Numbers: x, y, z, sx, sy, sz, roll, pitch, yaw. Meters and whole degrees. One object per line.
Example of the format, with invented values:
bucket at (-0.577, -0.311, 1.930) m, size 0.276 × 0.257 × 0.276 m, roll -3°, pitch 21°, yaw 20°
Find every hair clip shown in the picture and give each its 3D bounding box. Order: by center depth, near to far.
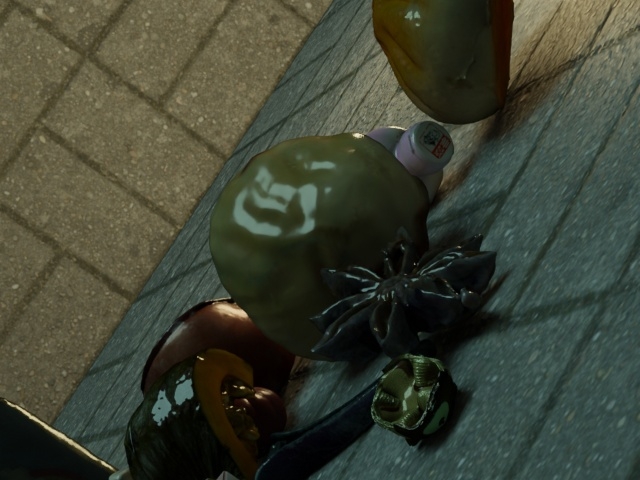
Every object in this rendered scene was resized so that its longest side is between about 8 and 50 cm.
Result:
hair clip at (0.030, 0.187, 1.797) m, size 0.275 × 0.048 × 0.083 m, roll -38°, pitch 16°, yaw 38°

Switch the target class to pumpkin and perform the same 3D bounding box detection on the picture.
pumpkin at (-0.142, 0.241, 1.905) m, size 0.131 × 0.126 × 0.248 m, roll -34°, pitch 48°, yaw 24°

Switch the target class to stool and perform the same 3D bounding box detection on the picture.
stool at (-0.433, 0.407, 2.332) m, size 0.310 × 0.310 × 0.226 m, roll -56°, pitch 8°, yaw -17°

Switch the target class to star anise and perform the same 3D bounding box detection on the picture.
star anise at (0.092, 0.062, 1.721) m, size 0.230 × 0.081 × 0.262 m, roll -30°, pitch 21°, yaw -27°

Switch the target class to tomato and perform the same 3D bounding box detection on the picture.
tomato at (-0.110, 0.170, 2.145) m, size 0.228 × 0.112 × 0.199 m, roll -14°, pitch -43°, yaw -42°

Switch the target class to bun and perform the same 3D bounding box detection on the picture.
bun at (0.144, -0.286, 2.080) m, size 0.299 × 0.165 × 0.299 m, roll 0°, pitch -90°, yaw -78°

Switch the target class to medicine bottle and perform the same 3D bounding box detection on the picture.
medicine bottle at (0.084, -0.077, 2.140) m, size 0.219 × 0.115 × 0.078 m, roll -38°, pitch 18°, yaw 52°

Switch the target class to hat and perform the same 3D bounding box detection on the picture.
hat at (0.092, 0.150, 1.594) m, size 0.076 × 0.059 × 0.077 m, roll 8°, pitch 68°, yaw 38°

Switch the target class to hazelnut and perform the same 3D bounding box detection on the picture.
hazelnut at (0.000, 0.000, 1.955) m, size 0.261 × 0.261 × 0.241 m, roll -50°, pitch -4°, yaw 20°

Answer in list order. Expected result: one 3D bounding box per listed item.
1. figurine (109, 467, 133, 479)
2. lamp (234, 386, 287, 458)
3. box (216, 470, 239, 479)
figurine at (-0.216, 0.365, 1.958) m, size 0.141 × 0.162 × 0.236 m, roll -10°, pitch 53°, yaw 37°
lamp at (-0.092, 0.218, 2.040) m, size 0.107 × 0.092 × 0.107 m, roll -22°, pitch 0°, yaw 0°
box at (-0.070, 0.294, 1.647) m, size 0.089 × 0.125 × 0.043 m, roll -50°, pitch 11°, yaw 11°
